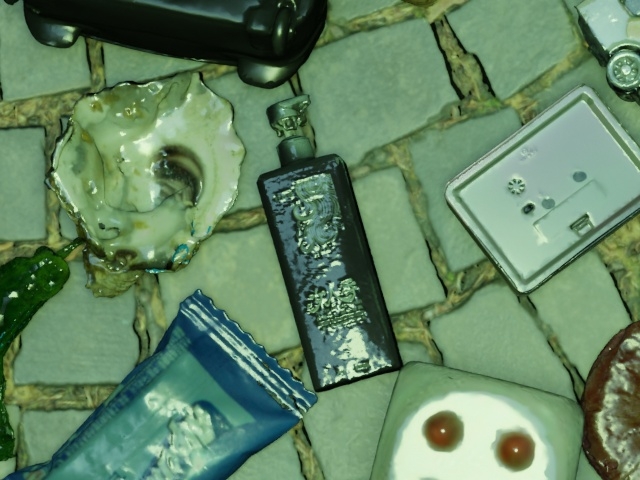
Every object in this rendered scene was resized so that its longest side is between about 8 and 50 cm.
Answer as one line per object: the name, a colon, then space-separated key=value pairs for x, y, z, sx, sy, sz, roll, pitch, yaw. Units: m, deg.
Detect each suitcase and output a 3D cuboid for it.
suitcase: x=-0.143 y=-0.356 z=1.604 sx=0.345 sy=0.188 sz=0.339 roll=11 pitch=81 yaw=6

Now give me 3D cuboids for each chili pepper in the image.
chili pepper: x=-0.327 y=0.091 z=1.631 sx=0.122 sy=0.065 sz=0.279 roll=25 pitch=88 yaw=-6

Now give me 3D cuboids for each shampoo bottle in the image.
shampoo bottle: x=-0.001 y=0.000 z=1.609 sx=0.098 sy=0.071 sz=0.310 roll=-17 pitch=80 yaw=6

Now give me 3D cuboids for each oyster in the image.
oyster: x=-0.182 y=-0.068 z=1.628 sx=0.222 sy=0.083 sz=0.214 roll=-21 pitch=89 yaw=-15

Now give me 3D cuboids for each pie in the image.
pie: x=0.371 y=0.178 z=1.561 sx=0.204 sy=0.054 sz=0.219 roll=28 pitch=86 yaw=7

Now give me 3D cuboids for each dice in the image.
dice: x=0.150 y=0.229 z=1.505 sx=0.193 sy=0.194 sz=0.192 roll=12 pitch=83 yaw=5

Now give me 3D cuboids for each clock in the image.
clock: x=0.243 y=-0.052 z=1.591 sx=0.192 sy=0.071 sz=0.147 roll=-37 pitch=82 yaw=0

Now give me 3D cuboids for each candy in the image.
candy: x=-0.182 y=0.219 z=1.598 sx=0.331 sy=0.077 sz=0.187 roll=-45 pitch=88 yaw=0

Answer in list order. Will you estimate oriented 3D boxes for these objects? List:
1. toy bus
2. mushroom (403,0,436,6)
toy bus: x=0.404 y=-0.134 z=1.560 sx=0.138 sy=0.097 sz=0.342 roll=-37 pitch=81 yaw=13
mushroom: x=0.092 y=-0.354 z=1.654 sx=0.059 sy=0.054 sz=0.202 roll=-13 pitch=78 yaw=5
